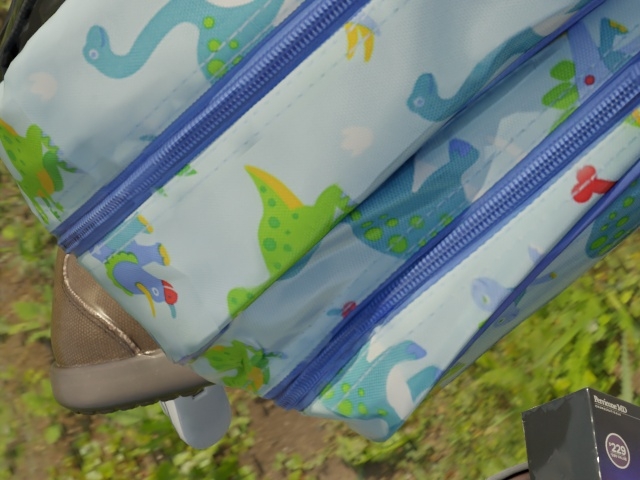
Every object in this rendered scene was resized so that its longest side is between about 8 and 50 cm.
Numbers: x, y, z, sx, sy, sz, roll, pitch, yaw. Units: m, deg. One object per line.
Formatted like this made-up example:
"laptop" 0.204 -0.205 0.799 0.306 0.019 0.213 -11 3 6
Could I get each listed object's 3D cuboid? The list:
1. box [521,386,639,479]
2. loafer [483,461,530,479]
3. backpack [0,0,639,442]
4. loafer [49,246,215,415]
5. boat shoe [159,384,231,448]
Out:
"box" 0.350 0.288 1.570 0.103 0.261 0.184 -32 51 37
"loafer" 0.278 0.321 1.684 0.095 0.303 0.109 52 121 31
"backpack" 0.049 -0.106 0.484 0.356 0.290 0.273 -29 105 1
"loafer" 0.000 0.000 0.819 0.366 0.134 0.130 -16 94 8
"boat shoe" -0.171 0.119 1.617 0.084 0.095 0.258 29 132 49
